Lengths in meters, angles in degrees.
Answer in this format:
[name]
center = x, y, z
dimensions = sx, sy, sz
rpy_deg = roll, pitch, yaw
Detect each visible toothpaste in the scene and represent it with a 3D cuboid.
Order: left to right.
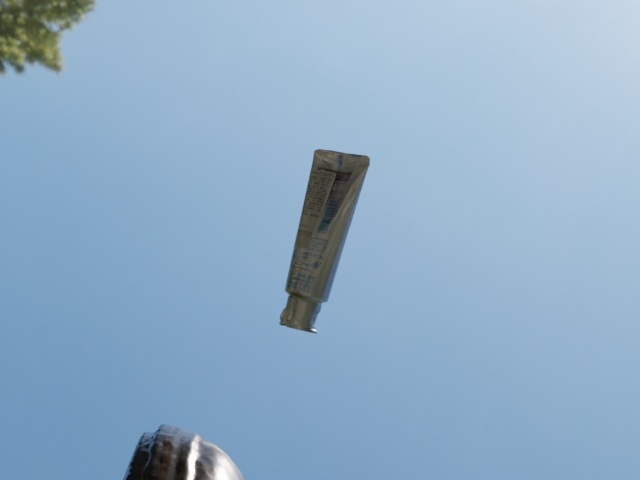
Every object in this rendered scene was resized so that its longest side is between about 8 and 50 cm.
[toothpaste]
center = 0.000, 0.000, 1.584
dimensions = 0.114, 0.073, 0.299
rpy_deg = 12, -94, 37

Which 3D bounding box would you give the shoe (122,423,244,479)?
[shoe]
center = -0.050, 0.286, 0.705
dimensions = 0.237, 0.171, 0.384
rpy_deg = 16, -164, -13
